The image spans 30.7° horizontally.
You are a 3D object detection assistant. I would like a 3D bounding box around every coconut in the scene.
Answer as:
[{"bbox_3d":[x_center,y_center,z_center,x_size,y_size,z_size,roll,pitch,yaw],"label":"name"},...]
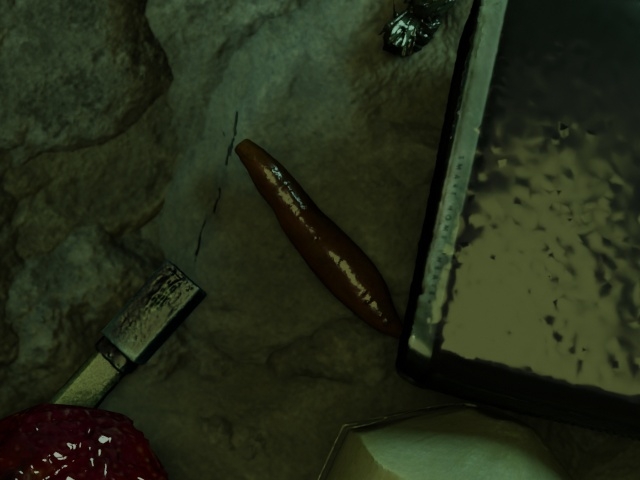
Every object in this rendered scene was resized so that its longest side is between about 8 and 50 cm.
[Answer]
[{"bbox_3d":[0.117,0.297,1.044,0.323,0.323,0.322,0,81,2],"label":"coconut"}]

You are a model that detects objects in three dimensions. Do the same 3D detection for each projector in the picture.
[{"bbox_3d":[0.306,-0.011,1.110,0.405,0.242,0.395,12,79,3],"label":"projector"}]

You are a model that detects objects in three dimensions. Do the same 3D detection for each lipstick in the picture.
[{"bbox_3d":[-0.242,0.153,1.199,0.051,0.051,0.312,42,85,8],"label":"lipstick"}]

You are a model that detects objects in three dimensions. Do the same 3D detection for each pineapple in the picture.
[{"bbox_3d":[0.119,-0.266,1.246,0.074,0.074,0.159,32,88,7],"label":"pineapple"}]

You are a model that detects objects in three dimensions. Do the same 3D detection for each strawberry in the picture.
[{"bbox_3d":[-0.257,0.283,1.078,0.274,0.220,0.274,0,91,-2],"label":"strawberry"}]

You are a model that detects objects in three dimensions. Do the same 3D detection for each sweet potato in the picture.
[{"bbox_3d":[-0.001,0.001,1.212,0.057,0.057,0.264,-41,81,-4],"label":"sweet potato"}]
